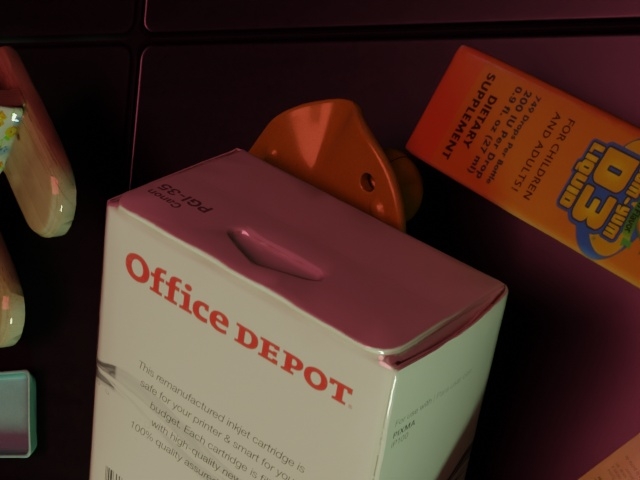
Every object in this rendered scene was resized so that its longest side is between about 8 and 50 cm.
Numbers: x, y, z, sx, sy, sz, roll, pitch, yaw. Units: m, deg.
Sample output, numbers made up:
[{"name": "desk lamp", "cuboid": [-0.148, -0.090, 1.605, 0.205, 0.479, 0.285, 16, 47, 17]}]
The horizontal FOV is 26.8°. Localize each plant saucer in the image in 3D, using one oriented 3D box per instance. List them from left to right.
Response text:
[{"name": "plant saucer", "cuboid": [-0.298, 0.140, 1.076, 0.192, 0.018, 0.067, -6, 83, 32]}]

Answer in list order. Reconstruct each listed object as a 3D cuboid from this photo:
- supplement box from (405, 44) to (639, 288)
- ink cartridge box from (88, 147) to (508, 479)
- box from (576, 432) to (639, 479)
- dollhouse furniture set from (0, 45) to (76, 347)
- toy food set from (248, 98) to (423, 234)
[{"name": "supplement box", "cuboid": [0.158, -0.028, 0.741, 0.233, 0.080, 0.078, 34, 98, 41]}, {"name": "ink cartridge box", "cuboid": [-0.024, 0.118, 0.787, 0.207, 0.117, 0.283, 28, 126, 29]}, {"name": "box", "cuboid": [0.205, 0.140, 0.741, 0.232, 0.058, 0.087, -45, 65, 22]}, {"name": "dollhouse furniture set", "cuboid": [-0.385, 0.090, 0.928, 0.256, 0.362, 0.394, 61, 139, 29]}, {"name": "toy food set", "cuboid": [0.000, 0.000, 0.855, 0.128, 0.071, 0.218, 57, 135, 16]}]
